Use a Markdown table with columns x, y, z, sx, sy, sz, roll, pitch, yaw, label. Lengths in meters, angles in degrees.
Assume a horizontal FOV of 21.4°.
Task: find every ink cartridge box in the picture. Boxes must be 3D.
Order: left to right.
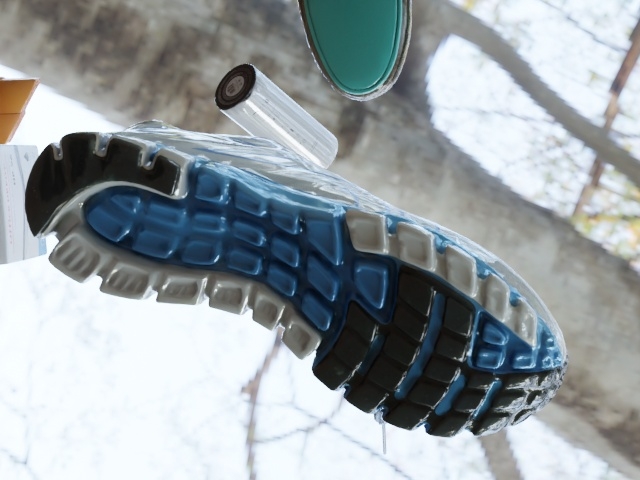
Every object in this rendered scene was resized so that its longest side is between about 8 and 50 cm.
| x | y | z | sx | sy | sz | roll | pitch | yaw | label |
| --- | --- | --- | --- | --- | --- | --- | --- | --- | --- |
| -0.134 | -0.014 | 0.679 | 0.028 | 0.083 | 0.048 | -5 | -87 | 5 | ink cartridge box |

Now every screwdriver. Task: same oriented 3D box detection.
| x | y | z | sx | sy | sz | roll | pitch | yaw | label |
| --- | --- | --- | --- | --- | --- | --- | --- | --- | --- |
| 0.067 | 0.202 | 1.851 | 0.024 | 0.170 | 0.025 | -39 | -108 | -15 | screwdriver |

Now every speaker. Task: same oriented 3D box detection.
| x | y | z | sx | sy | sz | roll | pitch | yaw | label |
| --- | --- | --- | --- | --- | --- | --- | --- | --- | --- |
| -0.042 | -0.118 | 1.700 | 0.055 | 0.136 | 0.055 | -25 | -134 | 29 | speaker |

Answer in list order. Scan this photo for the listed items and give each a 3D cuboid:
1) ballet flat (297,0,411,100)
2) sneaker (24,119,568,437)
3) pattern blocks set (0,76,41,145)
| x | y | z | sx | sy | sz | roll | pitch | yaw | label |
| --- | --- | --- | --- | --- | --- | --- | --- | --- | --- |
| 0.022 | -0.289 | 1.562 | 0.107 | 0.106 | 0.316 | -9 | -78 | 9 | ballet flat |
| 0.000 | 0.000 | 0.587 | 0.190 | 0.083 | 0.071 | 25 | -65 | 8 | sneaker |
| -0.253 | -0.182 | 0.973 | 0.325 | 0.285 | 0.026 | -38 | -171 | 10 | pattern blocks set |
